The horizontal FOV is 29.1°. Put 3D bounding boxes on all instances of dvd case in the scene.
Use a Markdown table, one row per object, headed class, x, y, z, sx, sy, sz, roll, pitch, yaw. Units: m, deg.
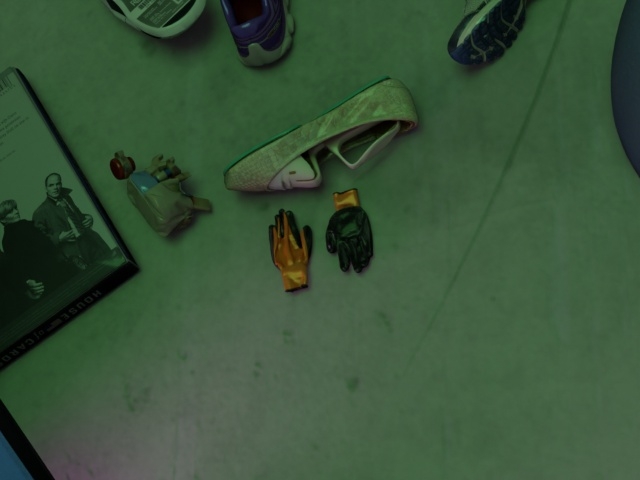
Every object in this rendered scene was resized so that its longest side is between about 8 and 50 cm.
| class | x | y | z | sx | sy | sz | roll | pitch | yaw |
| --- | --- | --- | --- | --- | --- | --- | --- | --- | --- |
| dvd case | -0.284 | -0.016 | 1.066 | 0.179 | 0.029 | 0.239 | -35 | 63 | 2 |

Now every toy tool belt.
| class | x | y | z | sx | sy | sz | roll | pitch | yaw |
| --- | --- | --- | --- | --- | --- | --- | --- | --- | --- |
| toy tool belt | -0.132 | -0.045 | 1.025 | 0.051 | 0.052 | 0.083 | -27 | 63 | -29 |

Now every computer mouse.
| class | x | y | z | sx | sy | sz | roll | pitch | yaw |
| --- | --- | --- | --- | --- | --- | --- | --- | --- | --- |
| computer mouse | -0.168 | -0.229 | 1.110 | 0.106 | 0.042 | 0.193 | -43 | 58 | -8 |

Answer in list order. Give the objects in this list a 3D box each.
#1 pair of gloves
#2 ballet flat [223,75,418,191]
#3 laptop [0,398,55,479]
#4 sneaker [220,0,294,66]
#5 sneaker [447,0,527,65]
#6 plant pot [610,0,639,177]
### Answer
| class | x | y | z | sx | sy | sz | roll | pitch | yaw |
| --- | --- | --- | --- | --- | --- | --- | --- | --- | --- |
| pair of gloves | 0.000 | 0.000 | 0.982 | 0.083 | 0.010 | 0.074 | -16 | 64 | 8 |
| ballet flat | 0.001 | -0.073 | 0.987 | 0.168 | 0.057 | 0.052 | -30 | 73 | 4 |
| laptop | -0.287 | 0.269 | 0.823 | 0.136 | 0.234 | 0.264 | -7 | 30 | 40 |
| sneaker | -0.058 | -0.235 | 1.059 | 0.068 | 0.071 | 0.170 | -15 | 65 | 11 |
| sneaker | 0.140 | -0.198 | 1.001 | 0.058 | 0.052 | 0.135 | 28 | 72 | 35 |
| plant pot | 0.339 | -0.153 | 0.834 | 0.290 | 0.195 | 0.290 | -6 | 68 | 15 |
